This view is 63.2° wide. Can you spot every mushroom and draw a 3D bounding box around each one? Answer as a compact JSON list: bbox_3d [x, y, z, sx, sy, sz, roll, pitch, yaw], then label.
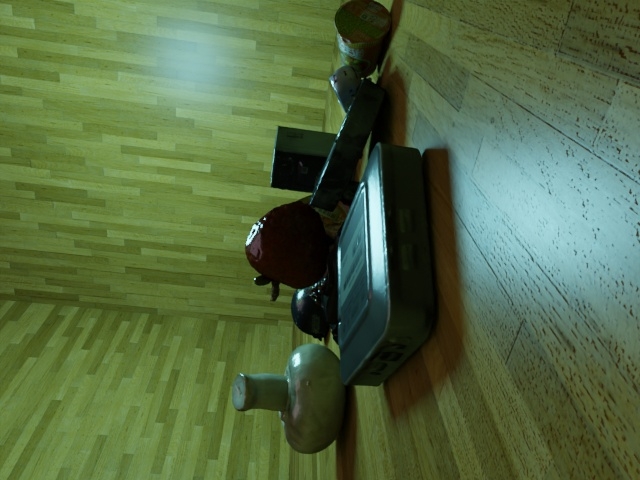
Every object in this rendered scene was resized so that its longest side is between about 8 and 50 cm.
[{"bbox_3d":[-0.043,0.454,1.527,0.356,0.315,0.315,42,-135,-53],"label":"mushroom"}]

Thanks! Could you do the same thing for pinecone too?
[{"bbox_3d":[0.013,0.196,1.983,0.109,0.102,0.102,-63,1,-12],"label":"pinecone"}]

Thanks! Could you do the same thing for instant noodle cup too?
[{"bbox_3d":[0.120,-0.586,1.550,0.185,0.168,0.168,88,-174,-68],"label":"instant noodle cup"},{"bbox_3d":[0.000,0.000,1.795,0.255,0.244,0.244,89,-177,-60],"label":"instant noodle cup"}]

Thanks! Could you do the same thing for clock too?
[{"bbox_3d":[0.100,-0.468,1.574,0.080,0.117,0.176,63,-173,18],"label":"clock"},{"bbox_3d":[0.074,-0.261,1.458,0.386,0.076,0.386,-157,90,-87],"label":"clock"}]

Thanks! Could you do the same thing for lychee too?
[{"bbox_3d":[-0.097,0.034,1.524,0.300,0.255,0.255,-54,15,16],"label":"lychee"}]

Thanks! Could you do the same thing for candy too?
[{"bbox_3d":[0.100,-0.133,1.518,0.292,0.086,0.059,168,118,-85],"label":"candy"}]

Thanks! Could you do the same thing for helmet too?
[{"bbox_3d":[-0.043,0.280,2.139,0.230,0.160,0.278,-95,14,-56],"label":"helmet"}]

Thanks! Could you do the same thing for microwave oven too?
[{"bbox_3d":[-0.029,-0.285,1.926,0.237,0.295,0.181,-92,10,-54],"label":"microwave oven"}]

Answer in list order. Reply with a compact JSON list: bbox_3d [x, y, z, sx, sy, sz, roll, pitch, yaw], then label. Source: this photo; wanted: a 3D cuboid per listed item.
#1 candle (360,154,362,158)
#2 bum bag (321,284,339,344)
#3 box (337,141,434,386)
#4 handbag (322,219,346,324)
[{"bbox_3d":[0.126,-0.318,1.792,0.167,0.021,0.026,-97,-6,-63],"label":"candle"},{"bbox_3d":[0.050,0.220,1.702,0.326,0.080,0.142,-114,23,-73],"label":"bum bag"},{"bbox_3d":[0.111,0.063,1.045,0.396,0.111,0.396,107,167,-58],"label":"box"},{"bbox_3d":[0.076,0.064,1.451,0.257,0.114,0.285,-74,-9,-68],"label":"handbag"}]
